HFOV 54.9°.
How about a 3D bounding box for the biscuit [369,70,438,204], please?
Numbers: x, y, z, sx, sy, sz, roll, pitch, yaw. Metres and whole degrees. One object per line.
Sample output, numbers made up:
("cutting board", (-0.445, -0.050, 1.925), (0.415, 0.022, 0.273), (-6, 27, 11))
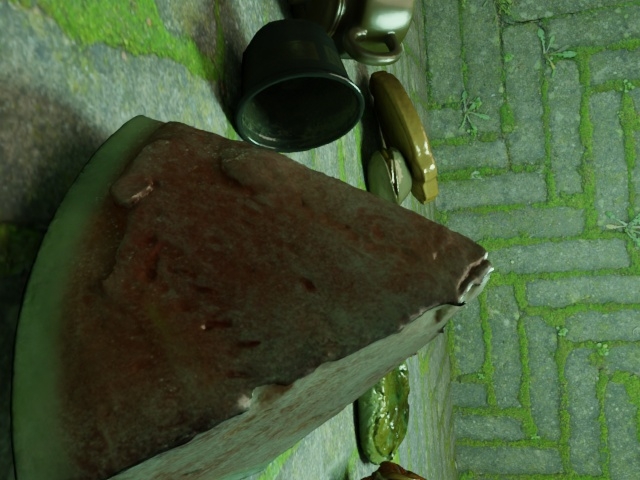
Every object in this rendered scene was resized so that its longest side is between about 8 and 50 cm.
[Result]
("biscuit", (0.204, -0.242, 1.524), (0.351, 0.057, 0.312), (67, 0, -58))

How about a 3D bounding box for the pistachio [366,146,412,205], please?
("pistachio", (0.159, -0.148, 1.440), (0.113, 0.113, 0.149), (-76, 155, -46))

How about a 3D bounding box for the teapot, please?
("teapot", (0.034, -0.369, 0.959), (0.267, 0.175, 0.185), (66, -31, 26))

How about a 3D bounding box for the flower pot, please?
("flower pot", (-0.032, -0.194, 0.755), (0.157, 0.158, 0.106), (48, 29, -64))

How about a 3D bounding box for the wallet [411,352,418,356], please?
("wallet", (0.157, 0.141, 1.365), (0.232, 0.025, 0.119), (70, 10, 25))

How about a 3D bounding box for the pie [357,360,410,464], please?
("pie", (0.137, 0.329, 1.296), (0.277, 0.079, 0.276), (-6, 90, -73))

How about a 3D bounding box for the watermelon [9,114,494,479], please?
("watermelon", (-0.051, 0.059, 0.480), (0.250, 0.293, 0.283), (128, -36, -69))

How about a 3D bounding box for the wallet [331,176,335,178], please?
("wallet", (0.000, 0.000, 0.977), (0.321, 0.044, 0.170), (-40, 123, -70))

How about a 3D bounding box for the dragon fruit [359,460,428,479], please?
("dragon fruit", (0.132, 0.517, 0.989), (0.315, 0.250, 0.250), (-56, 140, -75))
